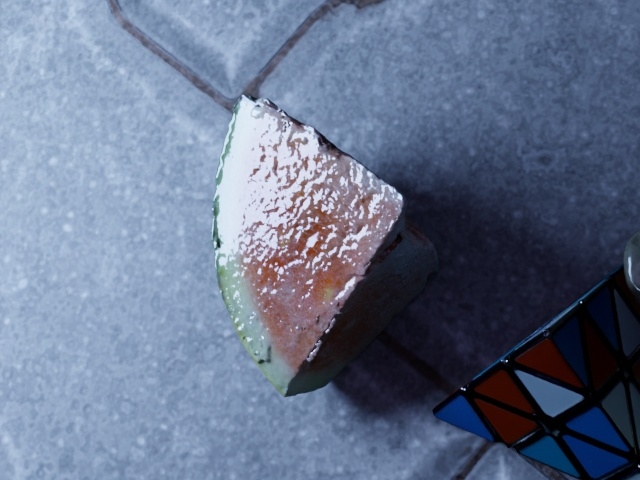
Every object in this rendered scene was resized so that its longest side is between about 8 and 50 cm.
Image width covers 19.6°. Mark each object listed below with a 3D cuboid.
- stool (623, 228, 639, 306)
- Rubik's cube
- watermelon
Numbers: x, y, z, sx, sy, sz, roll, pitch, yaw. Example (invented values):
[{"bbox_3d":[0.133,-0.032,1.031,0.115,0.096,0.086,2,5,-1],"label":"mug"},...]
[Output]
[{"bbox_3d":[0.487,0.013,1.794,0.310,0.226,0.310,-35,68,-8],"label":"stool"},{"bbox_3d":[0.212,0.124,1.842,0.250,0.234,0.284,-5,71,14],"label":"Rubik's cube"},{"bbox_3d":[0.000,0.000,1.965,0.232,0.193,0.310,-11,69,12],"label":"watermelon"}]
